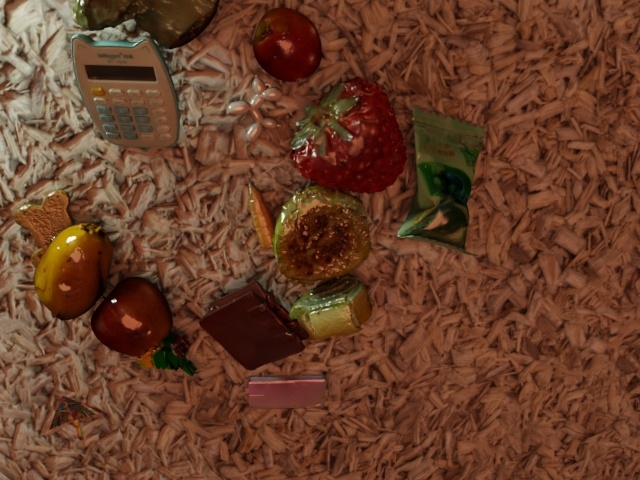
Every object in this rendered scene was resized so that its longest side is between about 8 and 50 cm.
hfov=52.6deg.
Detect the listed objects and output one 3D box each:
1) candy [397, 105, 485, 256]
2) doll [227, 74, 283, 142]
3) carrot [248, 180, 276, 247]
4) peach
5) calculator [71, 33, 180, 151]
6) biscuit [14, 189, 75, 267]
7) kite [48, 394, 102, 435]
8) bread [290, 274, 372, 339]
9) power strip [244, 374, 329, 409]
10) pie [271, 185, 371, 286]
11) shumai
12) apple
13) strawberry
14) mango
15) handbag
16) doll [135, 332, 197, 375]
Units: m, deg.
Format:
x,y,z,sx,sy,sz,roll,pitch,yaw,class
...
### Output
x,y,z,sx,sy,sz,roll,pitch,yaw,class
0.356,-0.169,1.870,0.262,0.172,0.398,9,90,-33,candy
-0.175,-0.378,1.835,0.160,0.059,0.161,-29,107,5,doll
-0.176,-0.081,1.935,0.072,0.072,0.205,-17,102,1,carrot
-0.080,-0.518,1.740,0.197,0.197,0.197,-1,108,-4,peach
-0.508,-0.384,1.727,0.256,0.054,0.386,2,139,2,calculator
-0.770,0.009,1.920,0.196,0.049,0.302,-22,108,2,biscuit
-0.814,0.576,2.122,0.189,0.010,0.159,-20,109,3,kite
0.028,0.213,1.980,0.257,0.186,0.124,-20,113,11,bread
-0.110,0.501,2.137,0.278,0.037,0.109,-1,108,-5,power strip
0.000,0.000,1.907,0.288,0.103,0.355,-9,127,-7,pie
-0.413,-0.657,1.622,0.323,0.324,0.397,26,110,-27,shumai
-0.561,0.231,1.922,0.233,0.234,0.234,-1,108,-4,apple
0.108,-0.255,1.797,0.345,0.295,0.318,35,78,-33,strawberry
-0.703,0.085,1.852,0.201,0.153,0.287,17,107,-23,mango
-0.204,0.266,1.970,0.275,0.084,0.260,-30,109,38,handbag
-0.490,0.356,2.026,0.186,0.106,0.134,0,120,13,doll
